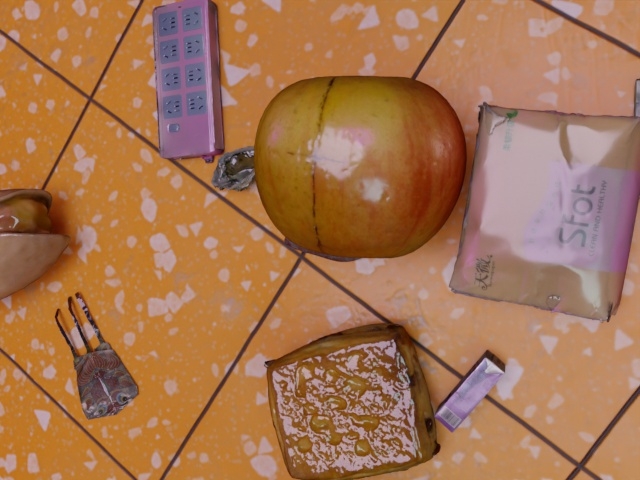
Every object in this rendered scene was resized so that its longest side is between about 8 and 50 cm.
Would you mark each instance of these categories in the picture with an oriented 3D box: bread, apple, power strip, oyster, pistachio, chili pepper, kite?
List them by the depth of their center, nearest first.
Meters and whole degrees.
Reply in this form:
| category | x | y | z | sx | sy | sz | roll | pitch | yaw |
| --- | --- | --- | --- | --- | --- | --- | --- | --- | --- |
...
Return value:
| category | x | y | z | sx | sy | sz | roll | pitch | yaw |
| --- | --- | --- | --- | --- | --- | --- | --- | --- | --- |
| apple | 0.050 | -0.098 | 0.927 | 0.285 | 0.286 | 0.233 | 5 | 101 | 21 |
| bread | 0.043 | 0.238 | 1.025 | 0.235 | 0.099 | 0.211 | -15 | 86 | 15 |
| chili pepper | 0.000 | 0.000 | 1.070 | 0.153 | 0.041 | 0.050 | 16 | 116 | 5 |
| oyster | -0.127 | -0.116 | 1.130 | 0.100 | 0.037 | 0.098 | 24 | 79 | 40 |
| power strip | -0.220 | -0.266 | 1.159 | 0.109 | 0.037 | 0.279 | -4 | 88 | 21 |
| pistachio | -0.594 | 0.011 | 1.226 | 0.299 | 0.187 | 0.188 | -27 | 80 | 15 |
| kite | -0.414 | 0.207 | 1.246 | 0.127 | 0.016 | 0.229 | -33 | 79 | 15 |

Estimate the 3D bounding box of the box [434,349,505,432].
| category | x | y | z | sx | sy | sz | roll | pitch | yaw |
| --- | --- | --- | --- | --- | --- | --- | --- | --- | --- |
| box | 0.210 | 0.211 | 0.980 | 0.036 | 0.050 | 0.117 | 39 | 102 | 10 |

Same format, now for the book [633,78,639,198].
| category | x | y | z | sx | sy | sz | roll | pitch | yaw |
| --- | --- | --- | --- | --- | --- | --- | --- | --- | --- |
| book | 0.517 | -0.130 | 0.877 | 0.228 | 0.024 | 0.160 | 2 | 88 | 22 |

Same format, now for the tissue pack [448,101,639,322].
| category | x | y | z | sx | sy | sz | roll | pitch | yaw |
| --- | --- | --- | --- | --- | --- | --- | --- | --- | --- |
| tissue pack | 0.296 | -0.041 | 0.912 | 0.214 | 0.123 | 0.257 | 9 | 100 | 19 |
